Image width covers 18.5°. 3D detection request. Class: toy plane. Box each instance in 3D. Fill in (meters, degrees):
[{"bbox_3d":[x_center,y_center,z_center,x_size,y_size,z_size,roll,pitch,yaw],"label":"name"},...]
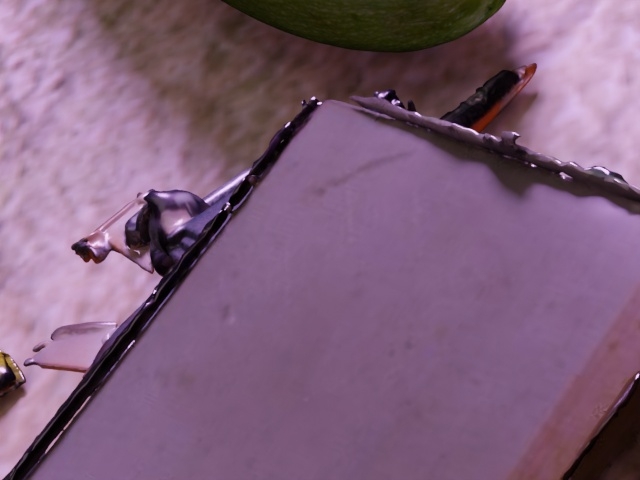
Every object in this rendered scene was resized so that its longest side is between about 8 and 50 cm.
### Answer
[{"bbox_3d":[-0.004,-0.008,0.613,0.188,0.062,0.135,-46,43,-12],"label":"toy plane"}]

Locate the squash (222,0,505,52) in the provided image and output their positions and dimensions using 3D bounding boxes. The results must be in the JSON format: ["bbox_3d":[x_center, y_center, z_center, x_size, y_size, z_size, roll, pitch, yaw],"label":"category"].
[{"bbox_3d":[-0.052,-0.177,0.761,0.107,0.107,0.395,-37,44,-2],"label":"squash"}]

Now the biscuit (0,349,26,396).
[{"bbox_3d":[-0.187,-0.020,0.761,0.048,0.026,0.292,-34,43,-6],"label":"biscuit"}]

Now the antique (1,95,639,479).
[{"bbox_3d":[0.034,0.073,0.457,0.148,0.152,0.147,23,68,40],"label":"antique"}]
